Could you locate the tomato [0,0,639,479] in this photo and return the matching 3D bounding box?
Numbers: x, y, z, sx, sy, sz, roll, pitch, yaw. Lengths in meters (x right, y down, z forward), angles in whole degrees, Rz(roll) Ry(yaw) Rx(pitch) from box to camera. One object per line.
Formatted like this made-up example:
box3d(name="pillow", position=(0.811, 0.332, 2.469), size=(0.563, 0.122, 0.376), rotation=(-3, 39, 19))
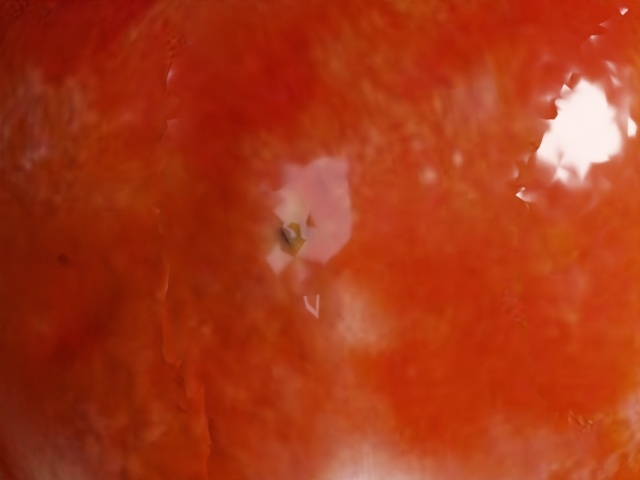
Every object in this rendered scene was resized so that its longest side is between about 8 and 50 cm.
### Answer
box3d(name="tomato", position=(0.000, 0.004, 0.453), size=(0.232, 0.188, 0.232), rotation=(-2, 78, 10))
